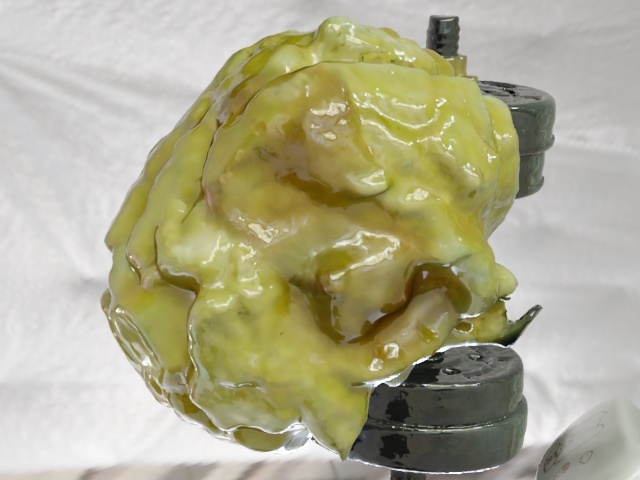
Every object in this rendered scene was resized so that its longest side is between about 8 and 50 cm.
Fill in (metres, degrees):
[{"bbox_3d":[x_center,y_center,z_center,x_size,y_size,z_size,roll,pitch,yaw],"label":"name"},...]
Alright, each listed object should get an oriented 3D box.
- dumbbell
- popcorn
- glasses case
[{"bbox_3d":[0.080,0.020,1.183,0.185,0.185,0.388,-4,-75,-30],"label":"dumbbell"},{"bbox_3d":[0.004,0.006,0.834,0.249,0.225,0.249,-43,8,7],"label":"popcorn"},{"bbox_3d":[0.165,0.137,0.901,0.074,0.049,0.193,-41,0,11],"label":"glasses case"}]
